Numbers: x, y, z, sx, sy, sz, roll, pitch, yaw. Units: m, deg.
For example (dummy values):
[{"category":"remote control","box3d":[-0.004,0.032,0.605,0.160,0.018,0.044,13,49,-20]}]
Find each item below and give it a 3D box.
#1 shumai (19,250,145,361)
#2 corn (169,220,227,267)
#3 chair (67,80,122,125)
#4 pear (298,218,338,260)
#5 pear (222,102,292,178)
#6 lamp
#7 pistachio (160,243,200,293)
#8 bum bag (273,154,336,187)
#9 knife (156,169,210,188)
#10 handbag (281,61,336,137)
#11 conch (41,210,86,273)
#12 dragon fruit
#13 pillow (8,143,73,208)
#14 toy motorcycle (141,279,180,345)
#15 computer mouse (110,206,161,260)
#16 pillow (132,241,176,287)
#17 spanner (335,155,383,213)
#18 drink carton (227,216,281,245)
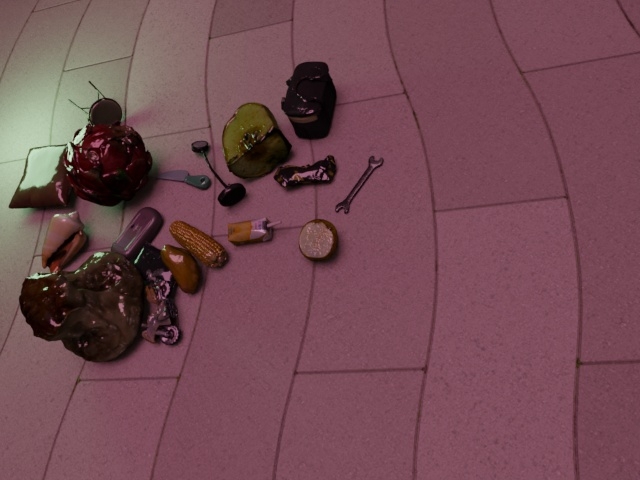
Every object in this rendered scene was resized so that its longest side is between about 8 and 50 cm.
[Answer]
[{"category":"shumai","box3d":[-0.807,0.202,1.661,0.323,0.323,0.398,-24,67,16]},{"category":"corn","box3d":[-0.438,0.009,1.776,0.260,0.091,0.091,33,121,27]},{"category":"chair","box3d":[-0.930,-0.531,2.138,0.170,0.160,0.325,-47,58,-6]},{"category":"pear","box3d":[0.000,0.000,1.640,0.140,0.104,0.141,0,90,24]},{"category":"pear","box3d":[-0.259,-0.379,1.862,0.238,0.164,0.255,-38,56,10]},{"category":"lamp","box3d":[-0.410,-0.250,1.899,0.130,0.109,0.371,-26,48,-29]},{"category":"pistachio","box3d":[-0.471,0.089,1.718,0.100,0.110,0.189,-30,93,-31]},{"category":"bum bag","box3d":[-0.057,-0.242,1.787,0.232,0.060,0.107,-11,55,10]},{"category":"knife","box3d":[-0.539,-0.250,1.960,0.260,0.035,0.063,14,68,25]},{"category":"handbag","box3d":[-0.043,-0.522,1.840,0.181,0.181,0.255,6,68,19]},{"category":"conch","box3d":[-1.003,-0.002,1.958,0.158,0.127,0.255,34,103,-2]},{"category":"dragon fruit","box3d":[-0.814,-0.289,1.910,0.328,0.329,0.330,-7,65,14]},{"category":"pillow","box3d":[-1.153,-0.271,2.112,0.305,0.108,0.308,-3,67,17]},{"category":"toy motorcycle","box3d":[-0.555,0.252,1.699,0.129,0.094,0.229,-18,73,7]},{"category":"computer mouse","box3d":[-0.695,-0.023,1.889,0.120,0.057,0.232,26,74,25]},{"category":"pillow","box3d":[-0.588,0.095,1.803,0.208,0.055,0.141,18,71,21]},{"category":"spanner","box3d":[0.135,-0.194,1.733,0.054,0.015,0.255,31,79,24]},{"category":"drink carton","box3d":[-0.221,-0.037,1.738,0.199,0.074,0.084,-9,65,12]}]
